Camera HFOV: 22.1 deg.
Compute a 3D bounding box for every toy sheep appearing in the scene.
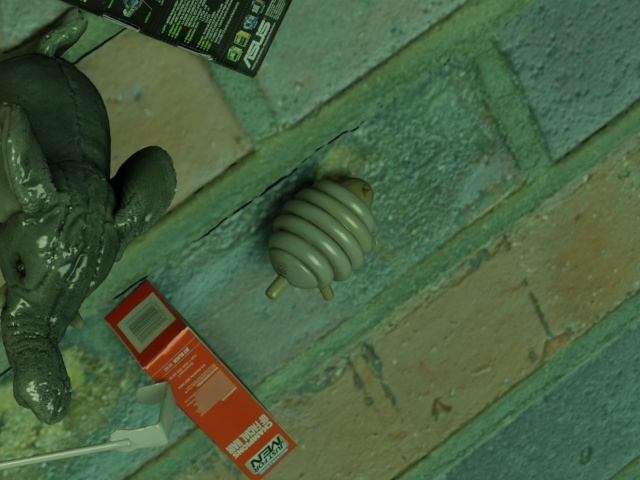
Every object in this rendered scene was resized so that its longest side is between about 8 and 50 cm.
[{"bbox_3d":[0.000,0.000,1.358,0.132,0.091,0.091,-55,129,-20],"label":"toy sheep"}]

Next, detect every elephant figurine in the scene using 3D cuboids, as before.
[{"bbox_3d":[-0.183,-0.023,1.146,0.169,0.239,0.186,-24,122,-18],"label":"elephant figurine"}]

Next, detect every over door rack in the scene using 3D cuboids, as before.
[{"bbox_3d":[-0.231,0.271,1.292,0.324,0.108,0.239,-18,123,0],"label":"over door rack"}]

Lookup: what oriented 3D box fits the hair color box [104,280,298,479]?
[{"bbox_3d":[-0.098,0.118,1.352,0.053,0.093,0.167,-43,126,-4],"label":"hair color box"}]

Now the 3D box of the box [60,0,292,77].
[{"bbox_3d":[-0.089,-0.238,1.221,0.184,0.045,0.190,19,103,-32],"label":"box"}]
